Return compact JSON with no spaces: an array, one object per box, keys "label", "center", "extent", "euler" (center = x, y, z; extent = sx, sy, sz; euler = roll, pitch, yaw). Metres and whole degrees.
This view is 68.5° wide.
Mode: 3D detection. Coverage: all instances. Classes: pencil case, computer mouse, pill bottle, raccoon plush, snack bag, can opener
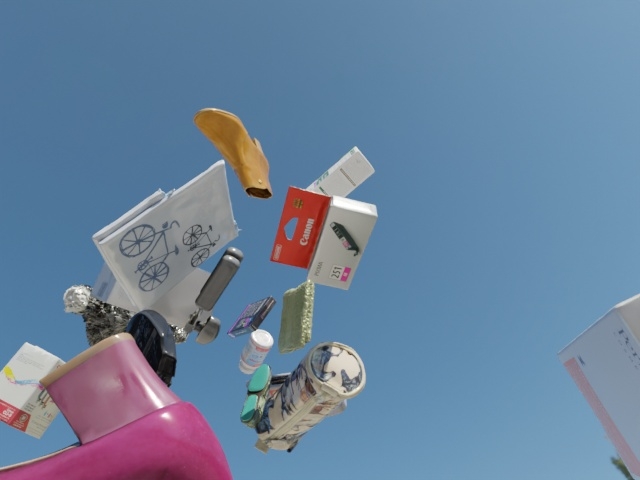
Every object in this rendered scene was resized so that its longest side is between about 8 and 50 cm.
[{"label":"pencil case","center":[-0.040,0.427,1.263],"extent":[0.160,0.183,0.410],"euler":[29,-50,-8]},{"label":"computer mouse","center":[-0.162,0.164,0.533],"extent":[0.041,0.242,0.071],"euler":[13,-65,-48]},{"label":"pill bottle","center":[-0.241,0.412,1.725],"extent":[0.087,0.087,0.160],"euler":[14,-61,-27]},{"label":"raccoon plush","center":[-0.607,0.263,1.544],"extent":[0.299,0.446,0.216],"euler":[4,-96,-5]},{"label":"snack bag","center":[-0.341,-0.013,1.124],"extent":[0.342,0.037,0.323],"euler":[-42,-23,-26]},{"label":"can opener","center":[-0.251,0.146,1.151],"extent":[0.095,0.076,0.283],"euler":[31,-63,-12]}]

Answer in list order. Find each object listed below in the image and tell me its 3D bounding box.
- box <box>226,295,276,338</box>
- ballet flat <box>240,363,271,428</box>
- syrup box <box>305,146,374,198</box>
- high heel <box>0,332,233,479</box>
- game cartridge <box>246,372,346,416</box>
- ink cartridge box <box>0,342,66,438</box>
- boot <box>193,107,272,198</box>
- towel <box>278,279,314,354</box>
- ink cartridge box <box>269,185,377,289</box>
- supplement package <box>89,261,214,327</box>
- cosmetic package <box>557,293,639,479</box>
[{"label":"box","center":[-0.205,0.229,1.396],"extent":[0.029,0.116,0.162],"euler":[44,-36,-13]},{"label":"ballet flat","center":[-0.178,0.448,1.347],"extent":[0.070,0.188,0.070],"euler":[11,-45,11]},{"label":"syrup box","center":[0.062,-0.203,1.607],"extent":[0.237,0.093,0.096],"euler":[-39,-74,13]},{"label":"high heel","center":[-0.255,0.253,0.356],"extent":[0.377,0.181,0.127],"euler":[-39,-16,-9]},{"label":"game cartridge","center":[-0.073,0.509,1.529],"extent":[0.294,0.060,0.196],"euler":[-11,-53,15]},{"label":"ink cartridge box","center":[-0.721,0.374,1.179],"extent":[0.127,0.176,0.128],"euler":[15,-33,20]},{"label":"boot","center":[-0.243,-0.246,1.392],"extent":[0.104,0.211,0.295],"euler":[-27,-26,22]},{"label":"towel","center":[-0.052,0.162,0.986],"extent":[0.027,0.148,0.110],"euler":[23,-33,-27]},{"label":"ink cartridge box","center":[0.000,0.000,1.288],"extent":[0.239,0.060,0.275],"euler":[12,-53,-8]},{"label":"supplement package","center":[-0.461,0.134,1.347],"extent":[0.293,0.177,0.175],"euler":[29,-107,-36]},{"label":"cosmetic package","center":[0.466,0.192,0.602],"extent":[0.161,0.230,0.453],"euler":[-27,-26,8]}]
